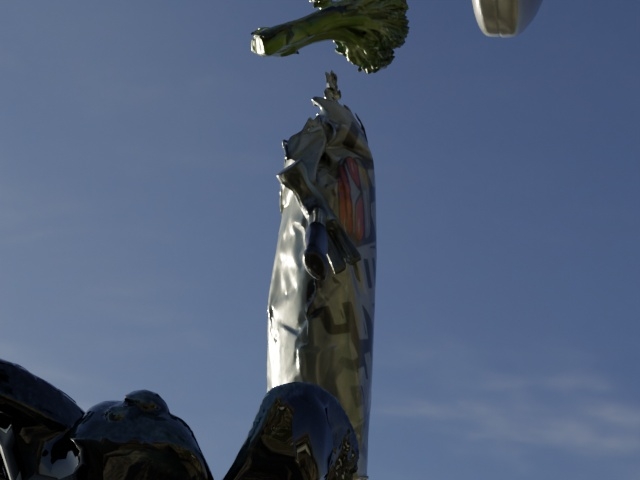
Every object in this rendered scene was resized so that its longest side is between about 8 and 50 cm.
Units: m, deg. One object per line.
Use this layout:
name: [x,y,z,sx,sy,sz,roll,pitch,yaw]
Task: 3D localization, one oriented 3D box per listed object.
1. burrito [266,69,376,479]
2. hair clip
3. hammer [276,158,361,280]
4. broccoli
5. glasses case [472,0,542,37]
burrito: [0.002,0.048,1.351,0.101,0.445,0.139,5,-5,-17]
hair clip: [-0.088,0.180,0.745,0.206,0.194,0.310,-12,-35,32]
hammer: [0.000,0.000,1.152,0.029,0.246,0.103,-32,-79,6]
broccoli: [0.007,-0.241,1.589,0.204,0.122,0.118,-17,-9,-33]
glasses case: [0.131,-0.195,0.932,0.049,0.193,0.074,1,-63,14]
